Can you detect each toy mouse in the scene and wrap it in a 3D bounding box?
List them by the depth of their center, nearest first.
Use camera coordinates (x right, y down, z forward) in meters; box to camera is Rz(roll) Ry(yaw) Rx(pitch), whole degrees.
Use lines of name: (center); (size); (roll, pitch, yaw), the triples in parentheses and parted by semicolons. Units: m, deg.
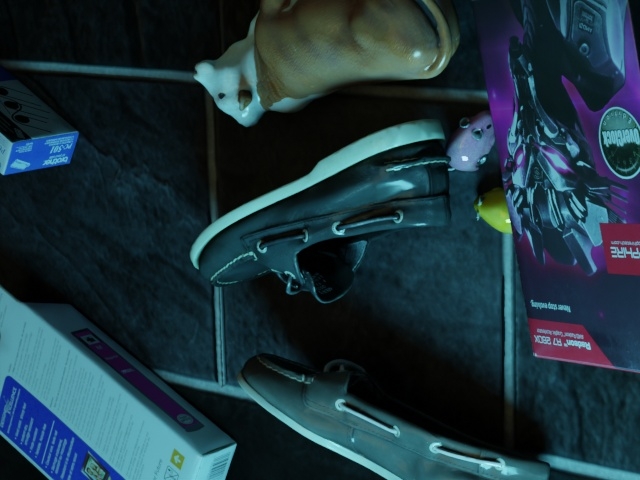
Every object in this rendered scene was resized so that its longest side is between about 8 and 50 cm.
toy mouse: (0.159, -0.079, 1.662); (0.161, 0.031, 0.143); (22, 113, 37)

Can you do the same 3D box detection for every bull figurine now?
bull figurine: (0.004, -0.209, 1.725); (0.310, 0.101, 0.188); (-4, 95, 43)

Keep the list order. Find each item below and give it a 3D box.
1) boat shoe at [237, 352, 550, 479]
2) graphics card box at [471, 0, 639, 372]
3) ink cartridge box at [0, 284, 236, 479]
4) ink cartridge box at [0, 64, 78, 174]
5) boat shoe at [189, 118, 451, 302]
boat shoe: (0.072, 0.174, 1.756); (0.335, 0.112, 0.095); (31, 101, 27)
graphics card box: (0.234, -0.080, 1.485); (0.233, 0.094, 0.371); (5, 106, 65)
ink cartridge box: (-0.257, 0.200, 2.075); (0.371, 0.069, 0.176); (35, 121, 29)
ink cartridge box: (-0.374, -0.151, 2.079); (0.207, 0.097, 0.046); (39, 123, 29)
boat shoe: (0.003, -0.001, 1.754); (0.340, 0.127, 0.113); (-28, 77, 39)
